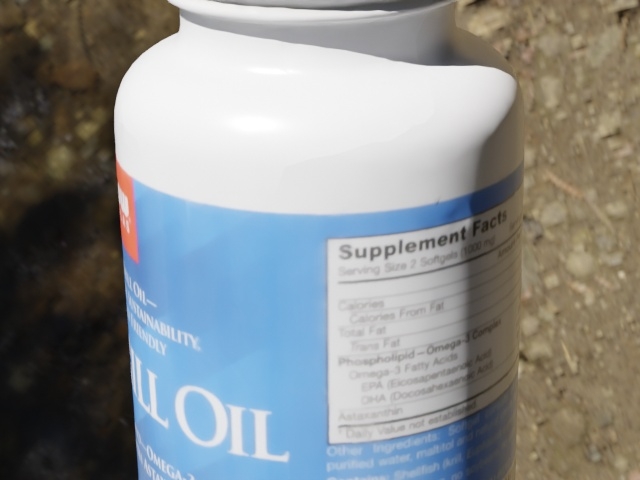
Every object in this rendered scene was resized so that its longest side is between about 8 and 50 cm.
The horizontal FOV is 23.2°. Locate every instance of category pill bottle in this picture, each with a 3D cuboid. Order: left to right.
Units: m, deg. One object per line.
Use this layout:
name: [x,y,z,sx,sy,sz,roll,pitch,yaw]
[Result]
pill bottle: [0.000,0.000,0.480,0.124,0.124,0.221,7,112,21]
